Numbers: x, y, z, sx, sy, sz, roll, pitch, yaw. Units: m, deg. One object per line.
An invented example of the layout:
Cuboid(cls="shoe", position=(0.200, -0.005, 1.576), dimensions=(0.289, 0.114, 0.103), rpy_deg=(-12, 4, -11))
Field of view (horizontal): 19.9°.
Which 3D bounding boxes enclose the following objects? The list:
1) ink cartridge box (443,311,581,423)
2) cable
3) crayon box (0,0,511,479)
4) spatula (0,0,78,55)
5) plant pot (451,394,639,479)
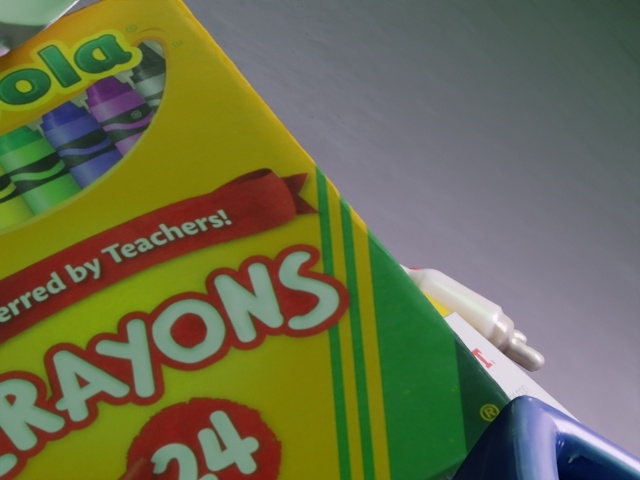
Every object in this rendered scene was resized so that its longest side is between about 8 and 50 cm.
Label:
Cuboid(cls="ink cartridge box", position=(0.093, 0.172, 0.776), dimensions=(0.273, 0.114, 0.197), rpy_deg=(41, 21, 11))
Cuboid(cls="cable", position=(0.000, 0.000, 1.061), dimensions=(0.287, 0.072, 0.139), rpy_deg=(37, 14, -1))
Cuboid(cls="crayon box", position=(-0.094, 0.024, 0.677), dimensions=(0.202, 0.081, 0.318), rpy_deg=(-26, 53, -18))
Cuboid(cls="spatula", position=(-0.196, -0.072, 0.702), dimensions=(0.168, 0.019, 0.242), rpy_deg=(18, 47, 25))
Cuboid(cls="plant pot", position=(0.090, 0.223, 0.514), dimensions=(0.236, 0.212, 0.236), rpy_deg=(35, 20, -10))
